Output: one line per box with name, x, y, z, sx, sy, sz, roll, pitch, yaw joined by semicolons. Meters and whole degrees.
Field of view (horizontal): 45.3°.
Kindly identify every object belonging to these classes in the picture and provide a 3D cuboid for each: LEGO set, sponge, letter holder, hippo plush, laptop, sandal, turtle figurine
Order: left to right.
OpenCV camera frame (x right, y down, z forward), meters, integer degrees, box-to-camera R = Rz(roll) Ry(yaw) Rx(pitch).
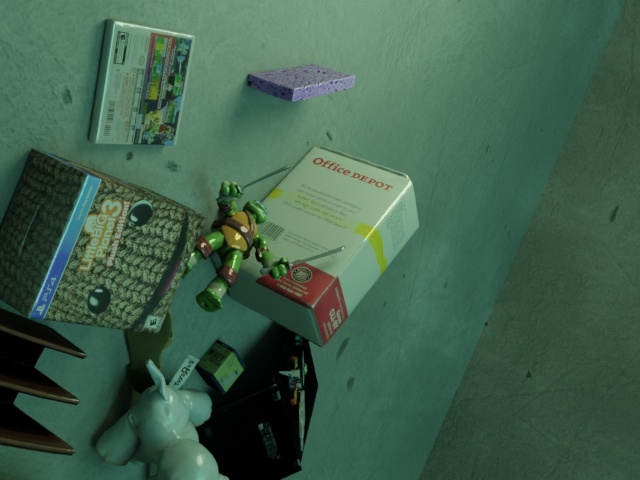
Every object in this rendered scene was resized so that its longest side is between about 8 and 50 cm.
letter holder;-0.485;0.196;1.142;0.152;0.214;0.302;-61;148;-8
sandal;-0.334;0.192;1.524;0.079;0.088;0.240;-75;178;-61
hippo plush;-0.269;0.411;1.512;0.234;0.236;0.294;5;129;-52
turtle figurine;-0.145;-0.005;1.463;0.266;0.274;0.198;-50;140;-36
laptop;-0.169;0.419;1.948;0.407;0.236;0.382;-22;133;-12
LEGO set;-0.064;0.359;1.863;0.182;0.060;0.244;-88;178;-76
sponge;-0.036;-0.326;1.571;0.210;0.117;0.031;-24;130;-48

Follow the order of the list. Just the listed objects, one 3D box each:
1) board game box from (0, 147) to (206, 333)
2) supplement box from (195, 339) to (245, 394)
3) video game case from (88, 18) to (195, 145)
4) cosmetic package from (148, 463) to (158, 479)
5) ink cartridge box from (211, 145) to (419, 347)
board game box;-0.366;0.012;1.271;0.291;0.141;0.232;20;93;-59
supplement box;-0.226;0.287;1.739;0.083;0.056;0.083;-51;145;-24
video game case;-0.301;-0.262;1.306;0.183;0.023;0.201;-8;115;-54
cosmetic package;-0.339;0.582;1.741;0.098;0.060;0.239;-11;120;-36
ink cartridge box;0.000;0.000;1.679;0.385;0.279;0.160;-49;145;-26
